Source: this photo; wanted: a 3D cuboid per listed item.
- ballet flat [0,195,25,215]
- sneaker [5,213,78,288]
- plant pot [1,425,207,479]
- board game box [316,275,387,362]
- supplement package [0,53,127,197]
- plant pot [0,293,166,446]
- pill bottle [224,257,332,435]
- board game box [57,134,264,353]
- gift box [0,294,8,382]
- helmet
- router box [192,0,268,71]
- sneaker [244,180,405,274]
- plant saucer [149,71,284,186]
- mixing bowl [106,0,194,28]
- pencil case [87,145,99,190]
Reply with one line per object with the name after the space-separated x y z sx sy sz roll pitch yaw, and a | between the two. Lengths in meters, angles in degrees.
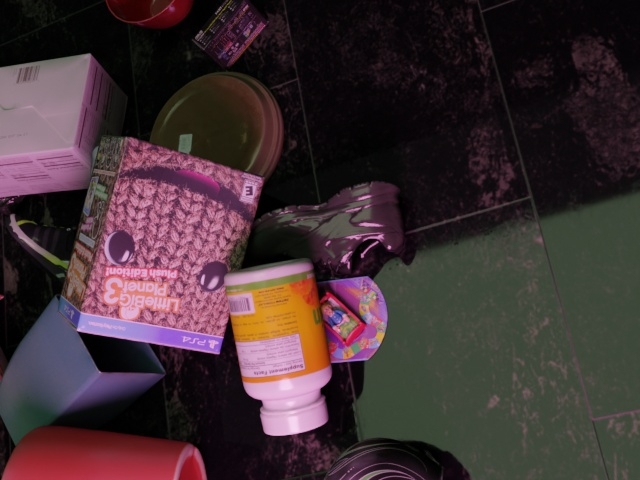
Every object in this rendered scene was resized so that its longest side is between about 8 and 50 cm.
-0.575 -0.119 1.563 0.173 0.049 0.057 -40 55 1 | ballet flat
-0.491 0.011 1.480 0.234 0.084 0.097 36 67 26 | sneaker
-0.308 0.406 1.186 0.243 0.275 0.275 -5 73 6 | plant pot
0.020 0.124 1.246 0.168 0.033 0.133 -8 73 21 | board game box
-0.520 -0.209 1.473 0.261 0.145 0.204 -4 65 15 | supplement package
-0.422 0.236 1.335 0.234 0.165 0.165 -45 64 14 | plant pot
-0.058 0.158 1.189 0.136 0.136 0.246 -10 92 20 | pill bottle
-0.250 0.006 1.239 0.141 0.232 0.291 15 91 60 | board game box
-0.696 0.197 1.393 0.276 0.258 0.255 -25 77 -4 | gift box
0.078 0.357 1.087 0.161 0.169 0.170 11 80 9 | helmet
-0.161 -0.378 1.428 0.038 0.092 0.122 42 93 27 | router box
0.000 0.000 1.254 0.286 0.109 0.130 -17 79 22 | sneaker
-0.197 -0.179 1.418 0.277 0.041 0.278 -6 74 21 | plant saucer
-0.309 -0.474 1.512 0.181 0.098 0.182 -6 73 20 | mixing bowl
-0.350 -0.032 1.379 0.113 0.124 0.273 1 83 64 | pencil case
